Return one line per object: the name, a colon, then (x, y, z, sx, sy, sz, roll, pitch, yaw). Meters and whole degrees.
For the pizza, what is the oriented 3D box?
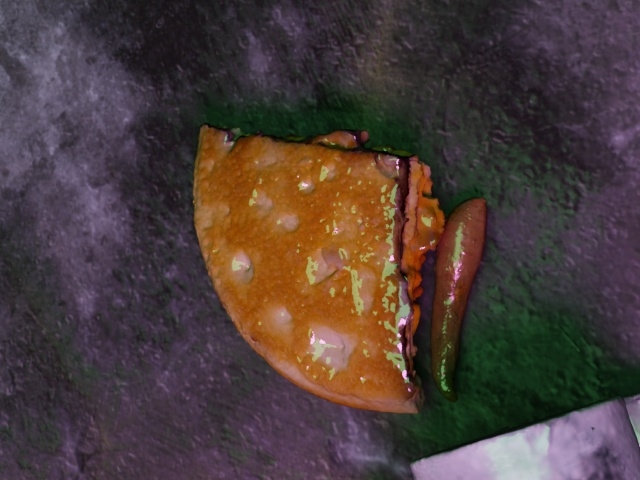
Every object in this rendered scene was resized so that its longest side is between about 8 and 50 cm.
pizza: (0.000, 0.000, 0.998, 0.409, 0.114, 0.277, 46, 104, 24)

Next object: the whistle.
whistle: (0.249, 0.225, 0.808, 0.188, 0.405, 0.168, -40, 64, 58)

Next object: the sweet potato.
sweet potato: (0.138, 0.058, 0.970, 0.050, 0.050, 0.214, 8, 84, 23)
